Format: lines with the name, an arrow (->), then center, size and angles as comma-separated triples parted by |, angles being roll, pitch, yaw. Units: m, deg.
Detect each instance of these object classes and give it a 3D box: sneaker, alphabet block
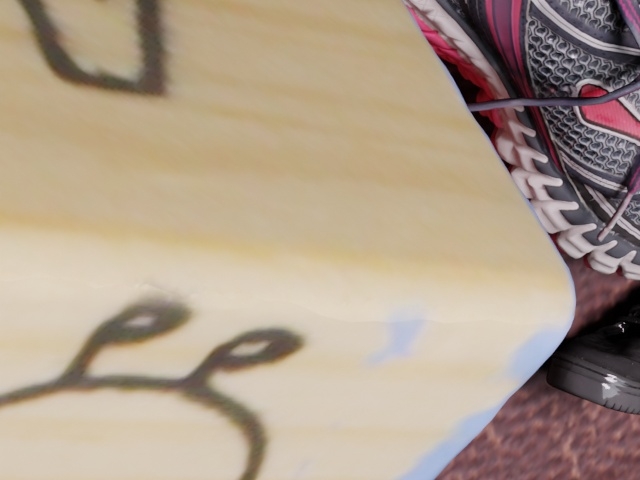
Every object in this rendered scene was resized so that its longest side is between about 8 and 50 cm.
sneaker -> 0.110, -0.069, 0.686 | 0.299, 0.112, 0.121 | 34, 68, -45
sneaker -> 0.161, 0.024, 0.828 | 0.170, 0.051, 0.089 | 3, 104, -47
alphabet block -> -0.097, -0.002, 0.448 | 0.197, 0.193, 0.192 | 5, 133, -42
